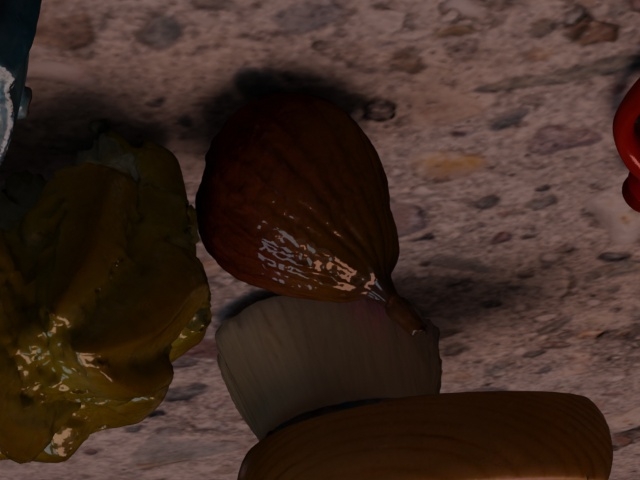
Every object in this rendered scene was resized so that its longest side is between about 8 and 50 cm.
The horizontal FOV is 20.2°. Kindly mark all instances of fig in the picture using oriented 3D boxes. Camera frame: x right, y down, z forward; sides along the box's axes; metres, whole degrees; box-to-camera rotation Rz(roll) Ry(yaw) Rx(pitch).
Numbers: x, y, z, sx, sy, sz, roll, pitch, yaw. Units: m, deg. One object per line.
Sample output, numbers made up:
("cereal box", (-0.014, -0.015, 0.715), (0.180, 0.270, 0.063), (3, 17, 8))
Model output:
("fig", (-0.012, -0.002, 1.013), (0.119, 0.153, 0.119), (-13, 163, -4))

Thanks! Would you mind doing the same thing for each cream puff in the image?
("cream puff", (-0.167, 0.045, 0.995), (0.221, 0.194, 0.194), (-17, 152, 8))

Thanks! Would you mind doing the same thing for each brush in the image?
("brush", (0.064, 0.125, 1.265), (0.267, 0.166, 0.174), (-10, 151, 5))

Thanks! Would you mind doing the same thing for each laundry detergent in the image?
("laundry detergent", (0.215, -0.063, 1.067), (0.097, 0.049, 0.165), (7, 151, -13))

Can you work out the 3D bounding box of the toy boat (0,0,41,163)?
("toy boat", (-0.218, -0.058, 0.908), (0.215, 0.102, 0.088), (-41, 122, 16))
